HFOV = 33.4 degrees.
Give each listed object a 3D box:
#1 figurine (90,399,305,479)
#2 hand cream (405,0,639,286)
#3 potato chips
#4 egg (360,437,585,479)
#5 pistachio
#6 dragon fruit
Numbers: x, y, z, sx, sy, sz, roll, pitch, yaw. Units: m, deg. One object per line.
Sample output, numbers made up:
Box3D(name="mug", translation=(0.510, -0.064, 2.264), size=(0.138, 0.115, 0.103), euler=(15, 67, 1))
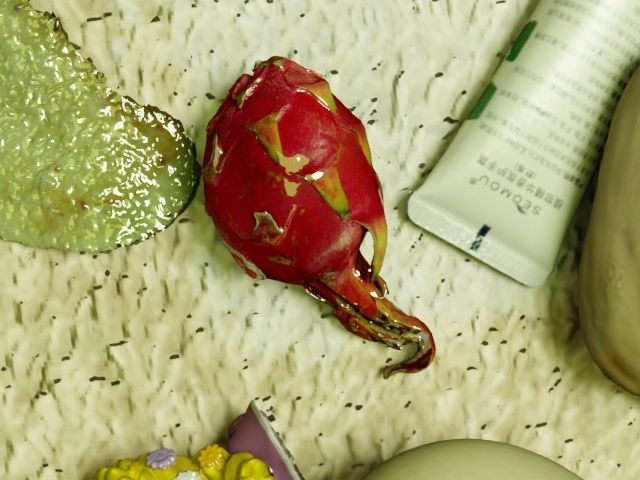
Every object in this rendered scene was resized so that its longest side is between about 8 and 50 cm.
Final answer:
Box3D(name="figurine", translation=(-0.079, 0.149, 0.523), size=(0.156, 0.115, 0.095), euler=(-30, 84, -6))
Box3D(name="hand cream", translation=(0.149, -0.113, 0.591), size=(0.095, 0.059, 0.276), euler=(29, 90, -12))
Box3D(name="potato chips", translation=(-0.165, -0.068, 0.555), size=(0.209, 0.026, 0.142), euler=(4, 93, -7))
Box3D(name="egg", translation=(0.086, 0.212, 0.512), size=(0.185, 0.186, 0.242), euler=(-23, 104, -8))
Box3D(name="pistachio", translation=(0.206, -0.007, 0.560), size=(0.129, 0.131, 0.206), euler=(7, 95, 13))
Box3D(name="dragon fruit", translation=(0.000, 0.000, 0.551), size=(0.094, 0.094, 0.191), euler=(-29, 106, -8))
